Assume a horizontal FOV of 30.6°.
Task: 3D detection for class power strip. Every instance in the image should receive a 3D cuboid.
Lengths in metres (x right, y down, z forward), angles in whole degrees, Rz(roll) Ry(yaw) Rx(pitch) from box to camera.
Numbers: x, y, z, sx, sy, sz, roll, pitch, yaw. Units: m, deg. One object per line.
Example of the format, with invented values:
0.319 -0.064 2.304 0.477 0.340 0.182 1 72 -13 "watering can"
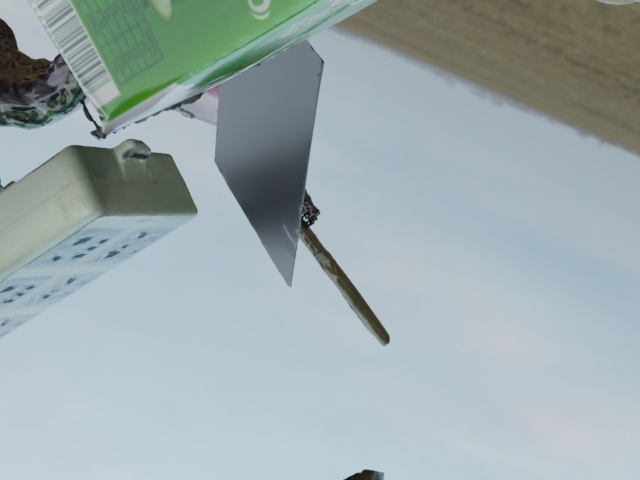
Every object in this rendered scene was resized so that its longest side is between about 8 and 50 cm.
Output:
-0.232 0.051 0.666 0.043 0.367 0.106 64 -158 10 "power strip"

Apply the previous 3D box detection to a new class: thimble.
-0.186 -0.140 0.727 0.135 0.118 0.090 59 -166 -12 "thimble"

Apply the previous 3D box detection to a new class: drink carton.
-0.010 -0.155 0.561 0.271 0.108 0.161 -19 -170 45 "drink carton"

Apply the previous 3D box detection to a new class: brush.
0.000 0.000 1.133 0.248 0.036 0.043 54 -173 -14 "brush"

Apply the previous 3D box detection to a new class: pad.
-0.047 -0.096 0.929 0.004 0.243 0.163 -16 -128 -22 "pad"

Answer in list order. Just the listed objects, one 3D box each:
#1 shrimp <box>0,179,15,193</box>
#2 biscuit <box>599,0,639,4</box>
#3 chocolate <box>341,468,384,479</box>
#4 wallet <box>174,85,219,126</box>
-0.332 0.013 1.248 0.372 0.172 0.137 -33 -91 -43 "shrimp"
0.351 -0.320 1.236 0.170 0.170 0.050 31 159 39 "biscuit"
-0.003 0.338 0.921 0.186 0.283 0.284 49 -162 18 "chocolate"
-0.148 -0.161 1.233 0.232 0.025 0.119 21 165 13 "wallet"
